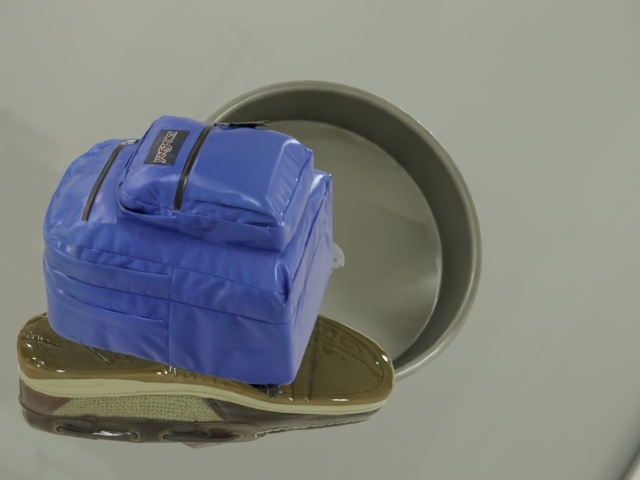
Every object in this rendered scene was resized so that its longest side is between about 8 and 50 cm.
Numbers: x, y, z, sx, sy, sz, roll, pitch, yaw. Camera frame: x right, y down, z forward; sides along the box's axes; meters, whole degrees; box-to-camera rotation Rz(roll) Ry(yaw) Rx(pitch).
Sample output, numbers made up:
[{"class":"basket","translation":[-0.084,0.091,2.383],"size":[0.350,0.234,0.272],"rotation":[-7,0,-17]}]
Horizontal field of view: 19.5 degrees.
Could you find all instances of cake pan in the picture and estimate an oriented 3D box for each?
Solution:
[{"class":"cake pan","translation":[0.000,0.000,1.665],"size":[0.293,0.293,0.054],"rotation":[31,-26,-4]}]

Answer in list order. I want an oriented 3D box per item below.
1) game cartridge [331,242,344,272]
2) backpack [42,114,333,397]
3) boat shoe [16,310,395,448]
[{"class":"game cartridge","translation":[-0.031,0.001,0.994],"size":[0.056,0.017,0.083],"rotation":[-14,-28,25]},{"class":"backpack","translation":[-0.061,-0.003,0.820],"size":[0.120,0.101,0.098],"rotation":[8,35,11]},{"class":"boat shoe","translation":[-0.070,0.086,1.112],"size":[0.223,0.073,0.080],"rotation":[4,43,-11]}]
